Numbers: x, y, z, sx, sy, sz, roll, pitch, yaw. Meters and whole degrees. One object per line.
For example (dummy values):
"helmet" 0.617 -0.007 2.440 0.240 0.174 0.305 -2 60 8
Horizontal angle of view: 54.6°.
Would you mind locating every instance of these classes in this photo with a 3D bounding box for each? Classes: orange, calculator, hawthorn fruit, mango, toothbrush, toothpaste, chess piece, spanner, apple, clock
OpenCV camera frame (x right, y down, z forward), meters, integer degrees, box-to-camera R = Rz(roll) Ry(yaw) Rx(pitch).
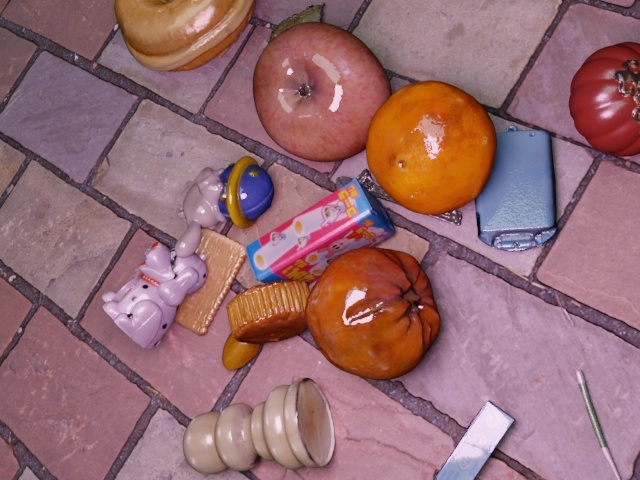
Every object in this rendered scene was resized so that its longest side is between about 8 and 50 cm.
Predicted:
"orange" 0.229 -0.191 1.311 0.284 0.226 0.284 19 120 37
"calculator" 0.418 -0.117 1.345 0.173 0.051 0.293 -4 72 22
"hawthorn fruit" 0.088 0.157 1.284 0.298 0.277 0.277 -21 64 44
"mango" -0.189 0.253 1.462 0.080 0.060 0.114 22 86 29
"toothbrush" 0.526 0.369 1.167 0.024 0.018 0.257 -20 68 22
"toothpaste" 0.280 0.445 1.223 0.066 0.053 0.272 34 87 23
"chess piece" -0.152 0.419 1.345 0.330 0.182 0.182 -18 68 21
"spanner" 0.177 -0.097 1.449 0.325 0.026 0.093 22 83 25
"apple" -0.005 -0.346 1.445 0.345 0.269 0.345 -1 85 9
"clock" -0.382 0.114 1.497 0.189 0.189 0.254 40 85 27

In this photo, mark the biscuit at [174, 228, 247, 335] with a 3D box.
"biscuit" -0.294 0.101 1.568 0.160 0.030 0.250 24 83 26

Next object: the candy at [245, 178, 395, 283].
"candy" -0.001 -0.001 1.403 0.306 0.157 0.100 -32 62 15

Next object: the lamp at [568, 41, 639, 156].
"lamp" 0.605 -0.280 1.245 0.227 0.227 0.227 -6 71 20

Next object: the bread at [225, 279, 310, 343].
"bread" -0.107 0.166 1.382 0.199 0.199 0.104 -23 67 13

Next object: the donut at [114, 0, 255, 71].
"donut" -0.380 -0.679 1.758 0.449 0.198 0.449 -7 71 21

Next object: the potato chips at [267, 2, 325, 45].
"potato chips" -0.039 -0.547 1.650 0.202 0.029 0.220 -34 49 -4

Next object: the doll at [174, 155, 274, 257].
"doll" -0.246 -0.094 1.499 0.242 0.159 0.311 11 51 14
